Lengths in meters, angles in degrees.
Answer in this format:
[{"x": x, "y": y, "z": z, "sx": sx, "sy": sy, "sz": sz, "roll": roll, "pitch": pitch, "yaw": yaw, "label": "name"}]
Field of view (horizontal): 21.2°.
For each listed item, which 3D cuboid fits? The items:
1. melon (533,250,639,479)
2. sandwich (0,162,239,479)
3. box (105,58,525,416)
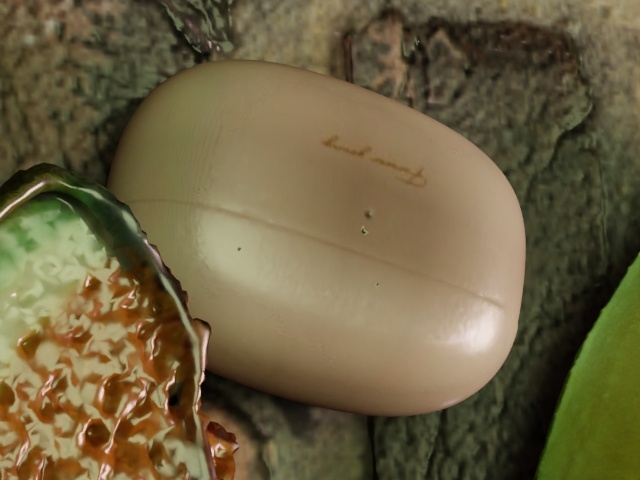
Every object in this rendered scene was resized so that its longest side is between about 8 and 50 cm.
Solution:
[{"x": 0.208, "y": 0.093, "z": 0.832, "sx": 0.196, "sy": 0.124, "sz": 0.323, "roll": 28, "pitch": 62, "yaw": -21, "label": "melon"}, {"x": -0.118, "y": 0.118, "z": 0.667, "sx": 0.212, "sy": 0.109, "sz": 0.292, "roll": 6, "pitch": 77, "yaw": -33, "label": "sandwich"}, {"x": 0.000, "y": 0.000, "z": 0.763, "sx": 0.200, "sy": 0.088, "sz": 0.146, "roll": 19, "pitch": 66, "yaw": -22, "label": "box"}]
